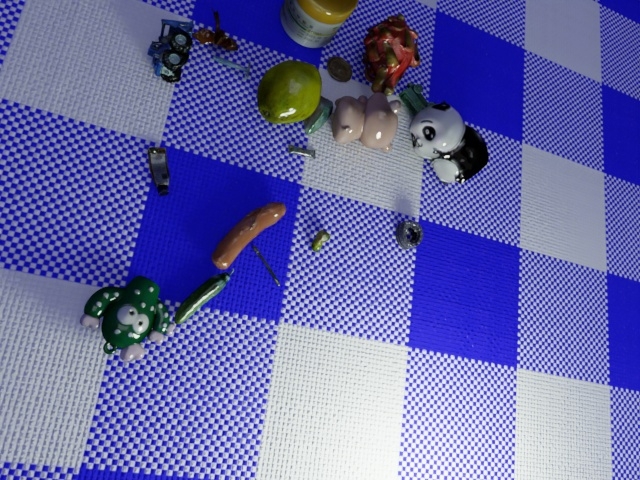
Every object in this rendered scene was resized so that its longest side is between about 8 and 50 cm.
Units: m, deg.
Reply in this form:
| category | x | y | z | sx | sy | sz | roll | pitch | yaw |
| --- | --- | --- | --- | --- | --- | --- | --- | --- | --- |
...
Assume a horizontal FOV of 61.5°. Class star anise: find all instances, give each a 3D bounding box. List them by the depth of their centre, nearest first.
| category | x | y | z | sx | sy | sz | roll | pitch | yaw |
| --- | --- | --- | --- | --- | --- | --- | --- | --- | --- |
| star anise | -0.356 | -0.750 | 1.898 | 0.141 | 0.158 | 0.144 | 18 | 98 | 17 |

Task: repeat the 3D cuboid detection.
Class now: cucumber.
| category | x | y | z | sx | sy | sz | roll | pitch | yaw |
| --- | --- | --- | --- | --- | --- | --- | --- | --- | --- |
| cucumber | -0.368 | 0.169 | 1.694 | 0.250 | 0.056 | 0.056 | -42 | 95 | -26 |

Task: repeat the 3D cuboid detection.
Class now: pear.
| category | x | y | z | sx | sy | sz | roll | pitch | yaw |
| --- | --- | --- | --- | --- | --- | --- | --- | --- | --- |
| pear | -0.109 | -0.520 | 1.895 | 0.212 | 0.212 | 0.269 | 45 | 69 | -7 |

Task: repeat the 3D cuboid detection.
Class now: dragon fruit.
| category | x | y | z | sx | sy | sz | roll | pitch | yaw |
| --- | --- | --- | --- | --- | --- | --- | --- | --- | --- |
| dragon fruit | 0.258 | -0.726 | 2.106 | 0.243 | 0.227 | 0.307 | 43 | 78 | -6 |

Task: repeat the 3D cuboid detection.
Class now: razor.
| category | x | y | z | sx | sy | sz | roll | pitch | yaw |
| --- | --- | --- | --- | --- | --- | --- | --- | --- | --- |
| razor | -0.317 | -0.630 | 1.923 | 0.135 | 0.068 | 0.040 | 21 | 67 | -5 |

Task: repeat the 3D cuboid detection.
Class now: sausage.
| category | x | y | z | sx | sy | sz | roll | pitch | yaw |
| --- | --- | --- | --- | --- | --- | --- | --- | --- | --- |
| sausage | -0.241 | -0.030 | 1.784 | 0.087 | 0.079 | 0.326 | 42 | 63 | 4 |

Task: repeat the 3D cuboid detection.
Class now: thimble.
| category | x | y | z | sx | sy | sz | roll | pitch | yaw |
| --- | --- | --- | --- | --- | --- | --- | --- | --- | --- |
| thimble | 0.337 | -0.021 | 2.037 | 0.095 | 0.066 | 0.104 | -8 | 83 | -23 |

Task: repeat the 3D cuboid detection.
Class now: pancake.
| category | x | y | z | sx | sy | sz | roll | pitch | yaw |
| --- | --- | --- | --- | --- | --- | --- | --- | --- | --- |
| pancake | 0.076 | -0.676 | 2.122 | 0.115 | 0.011 | 0.114 | 6 | 75 | -24 |

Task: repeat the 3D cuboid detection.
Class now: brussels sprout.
| category | x | y | z | sx | sy | sz | roll | pitch | yaw |
| --- | --- | --- | --- | --- | --- | --- | --- | --- | --- |
| brussels sprout | -0.001 | 0.000 | 1.895 | 0.083 | 0.046 | 0.051 | -55 | 142 | -24 |

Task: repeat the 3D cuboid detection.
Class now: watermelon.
| category | x | y | z | sx | sy | sz | roll | pitch | yaw |
| --- | --- | --- | --- | --- | --- | --- | --- | --- | --- |
| watermelon | -0.012 | -0.479 | 2.015 | 0.094 | 0.081 | 0.180 | 13 | 64 | 7 |

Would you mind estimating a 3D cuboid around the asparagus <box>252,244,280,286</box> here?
| category | x | y | z | sx | sy | sz | roll | pitch | yaw |
| --- | --- | --- | --- | --- | --- | --- | --- | --- | --- |
| asparagus | -0.181 | 0.085 | 1.817 | 0.016 | 0.013 | 0.166 | -33 | 92 | -37 |

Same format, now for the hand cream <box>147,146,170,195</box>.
| category | x | y | z | sx | sy | sz | roll | pitch | yaw |
| --- | --- | --- | --- | --- | --- | --- | --- | --- | --- |
| hand cream | -0.519 | -0.224 | 1.741 | 0.062 | 0.039 | 0.163 | -6 | 74 | -23 |

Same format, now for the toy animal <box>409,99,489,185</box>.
| category | x | y | z | sx | sy | sz | roll | pitch | yaw |
| --- | --- | --- | --- | --- | --- | --- | --- | --- | --- |
| toy animal | 0.489 | -0.387 | 2.101 | 0.251 | 0.251 | 0.310 | -45 | 106 | -26 |

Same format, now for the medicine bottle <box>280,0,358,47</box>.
| category | x | y | z | sx | sy | sz | roll | pitch | yaw |
| --- | --- | --- | --- | --- | --- | --- | --- | --- | --- |
| medicine bottle | -0.009 | -0.882 | 2.015 | 0.238 | 0.232 | 0.237 | 6 | 73 | -22 |

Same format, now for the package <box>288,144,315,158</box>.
| category | x | y | z | sx | sy | sz | roll | pitch | yaw |
| --- | --- | --- | --- | --- | --- | --- | --- | --- | --- |
| package | -0.068 | -0.324 | 1.967 | 0.110 | 0.015 | 0.037 | 8 | 68 | -23 |

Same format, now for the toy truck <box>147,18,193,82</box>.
| category | x | y | z | sx | sy | sz | roll | pitch | yaw |
| --- | --- | --- | --- | --- | --- | --- | --- | --- | --- |
| toy truck | -0.502 | -0.650 | 1.812 | 0.126 | 0.113 | 0.208 | 22 | 68 | -15 |

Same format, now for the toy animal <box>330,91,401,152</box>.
| category | x | y | z | sx | sy | sz | roll | pitch | yaw |
| --- | --- | --- | --- | --- | --- | --- | --- | --- | --- |
| toy animal | 0.159 | -0.445 | 1.992 | 0.221 | 0.210 | 0.229 | -20 | 51 | -34 |

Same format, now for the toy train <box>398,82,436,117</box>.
| category | x | y | z | sx | sy | sz | roll | pitch | yaw |
| --- | --- | --- | --- | --- | --- | --- | --- | --- | --- |
| toy train | 0.397 | -0.561 | 2.200 | 0.099 | 0.070 | 0.172 | -40 | 95 | -19 |

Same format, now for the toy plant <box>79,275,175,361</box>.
| category | x | y | z | sx | sy | sz | roll | pitch | yaw |
| --- | --- | --- | --- | --- | --- | --- | --- | --- | --- |
| toy plant | -0.553 | 0.225 | 1.564 | 0.243 | 0.112 | 0.232 | -39 | 100 | -41 |
